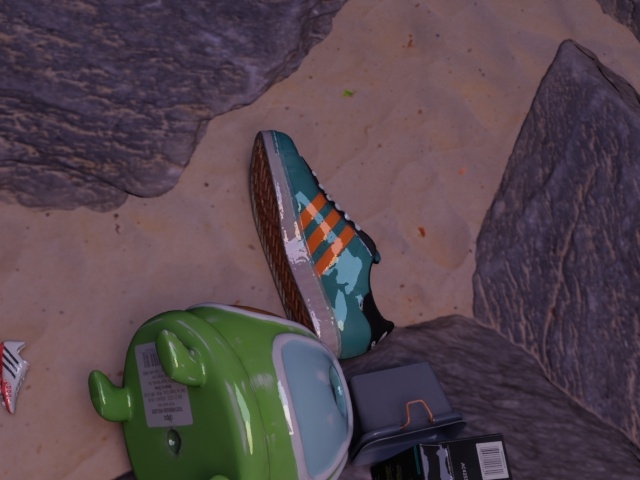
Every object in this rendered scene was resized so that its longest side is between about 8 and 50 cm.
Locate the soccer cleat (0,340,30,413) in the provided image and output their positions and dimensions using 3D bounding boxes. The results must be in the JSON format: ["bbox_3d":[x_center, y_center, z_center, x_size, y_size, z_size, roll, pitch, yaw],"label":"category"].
[{"bbox_3d":[-0.339,0.150,1.046,0.036,0.029,0.083,-8,65,-15],"label":"soccer cleat"}]

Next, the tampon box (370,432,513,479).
[{"bbox_3d":[0.136,0.292,1.049,0.102,0.161,0.120,-2,69,-18],"label":"tampon box"}]

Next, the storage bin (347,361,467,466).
[{"bbox_3d":[0.092,0.199,1.121,0.135,0.098,0.091,-9,60,-20],"label":"storage bin"}]

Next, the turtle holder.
[{"bbox_3d":[-0.071,0.216,0.980,0.227,0.243,0.320,-8,55,-42],"label":"turtle holder"}]

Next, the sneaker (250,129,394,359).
[{"bbox_3d":[0.000,0.000,1.175,0.121,0.108,0.302,-13,79,-22],"label":"sneaker"}]
